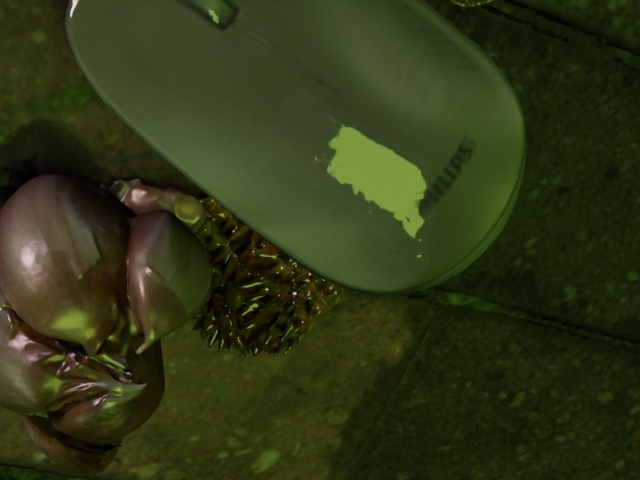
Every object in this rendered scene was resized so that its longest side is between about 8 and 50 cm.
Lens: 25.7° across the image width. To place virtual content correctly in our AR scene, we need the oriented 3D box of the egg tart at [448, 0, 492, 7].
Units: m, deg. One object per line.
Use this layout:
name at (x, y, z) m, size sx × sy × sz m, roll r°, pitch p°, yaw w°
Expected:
egg tart at (0.126, -0.213, 1.027) m, size 0.105 × 0.039 × 0.105 m, roll -12°, pitch 126°, yaw -17°

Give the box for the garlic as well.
garlic at (-0.179, 0.060, 0.996) m, size 0.160 × 0.191 × 0.214 m, roll 30°, pitch 119°, yaw -9°

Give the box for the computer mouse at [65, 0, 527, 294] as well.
computer mouse at (-0.008, -0.101, 0.931) m, size 0.331 × 0.095 × 0.197 m, roll 35°, pitch 81°, yaw -12°

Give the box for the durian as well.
durian at (0.000, 0.000, 1.070) m, size 0.139 × 0.144 × 0.252 m, roll 18°, pitch 107°, yaw -55°
